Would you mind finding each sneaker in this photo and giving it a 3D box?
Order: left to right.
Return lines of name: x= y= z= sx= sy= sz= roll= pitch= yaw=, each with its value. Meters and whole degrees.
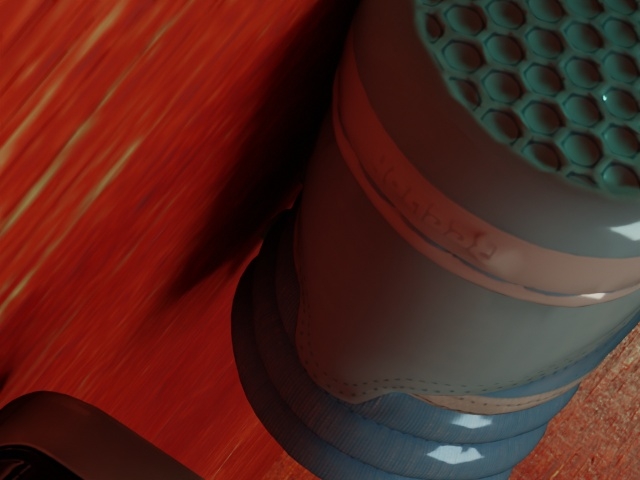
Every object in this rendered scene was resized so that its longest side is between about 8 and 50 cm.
sneaker: x=0.083 y=-0.038 z=0.490 sx=0.319 sy=0.127 sz=0.208 roll=-34 pitch=162 yaw=-42

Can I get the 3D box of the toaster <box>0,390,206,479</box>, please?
toaster: x=-0.085 y=0.140 z=0.293 sx=0.186 sy=0.110 sz=0.168 roll=-56 pitch=173 yaw=35
